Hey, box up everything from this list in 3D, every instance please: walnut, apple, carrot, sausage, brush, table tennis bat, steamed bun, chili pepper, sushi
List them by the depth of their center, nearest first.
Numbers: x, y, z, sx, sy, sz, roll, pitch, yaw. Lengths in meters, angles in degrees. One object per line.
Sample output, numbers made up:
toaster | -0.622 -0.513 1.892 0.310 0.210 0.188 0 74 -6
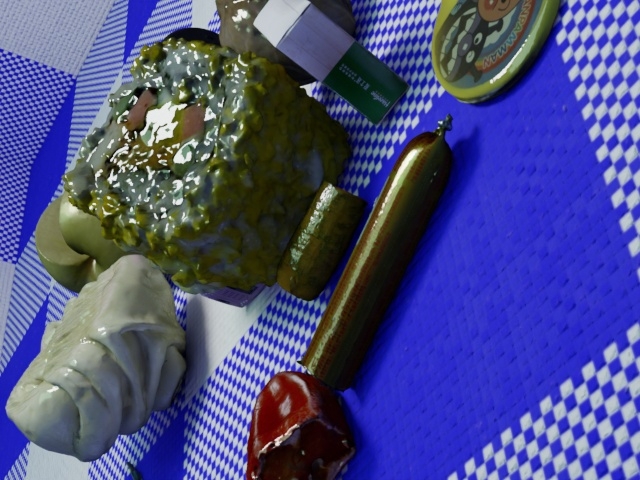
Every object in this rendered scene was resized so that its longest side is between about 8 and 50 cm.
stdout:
sausage | 0.078 0.010 1.338 0.371 0.082 0.082 -65 25 12
table tennis bat | 0.191 -0.314 1.356 0.224 0.054 0.368 -59 31 24
chili pepper | -0.038 0.232 1.400 0.252 0.136 0.144 -110 17 -65
carrot | 0.000 0.000 1.505 0.173 0.082 0.082 -60 26 14
sushi | -0.186 -0.107 1.635 0.396 0.240 0.351 20 82 45
walnut | -0.059 -0.353 1.710 0.224 0.224 0.224 -45 35 45
steamed bun | -0.371 0.229 1.924 0.339 0.247 0.352 -40 27 24
brush | -0.348 0.432 2.013 0.013 0.016 0.083 -58 25 -1
apple | -0.430 -0.022 2.188 0.292 0.292 0.254 -47 11 43

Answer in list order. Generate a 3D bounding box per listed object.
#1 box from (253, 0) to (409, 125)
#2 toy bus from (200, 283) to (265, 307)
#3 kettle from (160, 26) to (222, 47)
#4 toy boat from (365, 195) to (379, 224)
box | 0.014 -0.261 1.505 0.081 0.199 0.135 -49 28 8
toy bus | -0.144 0.002 1.789 0.108 0.096 0.199 -39 42 44
kettle | -0.261 -0.271 2.136 0.268 0.207 0.290 -43 2 -39
toy boat | 0.073 0.000 1.426 0.063 0.016 0.115 26 96 66
